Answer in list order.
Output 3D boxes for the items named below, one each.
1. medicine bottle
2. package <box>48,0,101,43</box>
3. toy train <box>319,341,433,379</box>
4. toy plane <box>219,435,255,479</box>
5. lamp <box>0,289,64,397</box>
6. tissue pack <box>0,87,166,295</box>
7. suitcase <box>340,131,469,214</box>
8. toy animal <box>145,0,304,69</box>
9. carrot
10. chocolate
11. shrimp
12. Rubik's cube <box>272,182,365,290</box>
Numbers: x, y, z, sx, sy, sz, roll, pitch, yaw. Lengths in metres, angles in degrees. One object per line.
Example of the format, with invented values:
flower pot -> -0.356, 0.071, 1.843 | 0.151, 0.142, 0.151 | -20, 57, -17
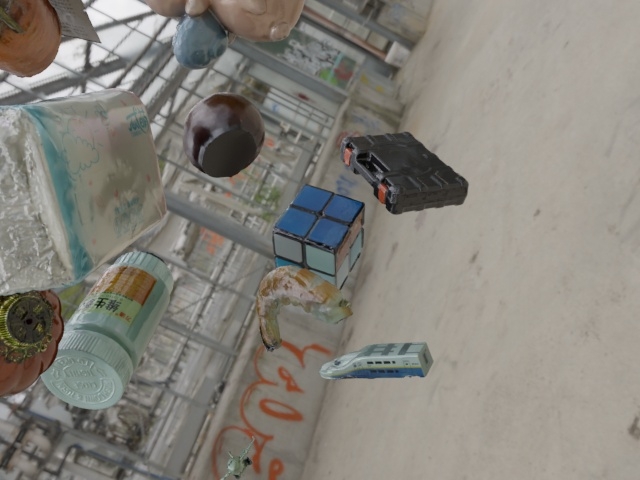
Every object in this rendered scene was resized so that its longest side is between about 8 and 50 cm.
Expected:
medicine bottle -> -0.411, 0.165, 1.185 | 0.158, 0.158, 0.318 | -60, 9, 32
package -> -0.655, -0.548, 1.372 | 0.204, 0.250, 0.062 | 108, -176, -79
toy train -> 0.089, 0.223, 1.088 | 0.233, 0.051, 0.052 | -10, 18, 35
toy plane -> -0.115, 0.310, 0.815 | 0.080, 0.033, 0.083 | -47, 0, -12
lamp -> -0.500, 0.131, 0.890 | 0.196, 0.223, 0.223 | -11, 38, 27
tissue pack -> -0.297, -0.071, 0.709 | 0.271, 0.124, 0.201 | -70, -24, -71
suitcase -> 0.189, -0.166, 1.380 | 0.285, 0.206, 0.066 | -125, 33, -47
toy animal -> -0.146, -0.399, 0.896 | 0.210, 0.221, 0.230 | 20, -126, -66
carrot -> -0.637, -0.449, 1.170 | 0.214, 0.193, 0.331 | -24, 3, 0
chocolate -> -0.153, -0.172, 0.917 | 0.127, 0.124, 0.133 | -34, 55, 4
shrimp -> -0.036, 0.122, 0.915 | 0.049, 0.161, 0.166 | -25, -43, -58
Rubik's cube -> -0.001, 0.000, 1.417 | 0.183, 0.167, 0.180 | -57, -22, -35
